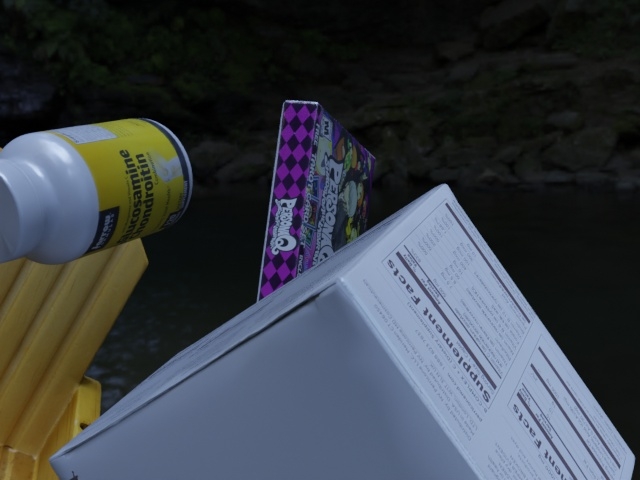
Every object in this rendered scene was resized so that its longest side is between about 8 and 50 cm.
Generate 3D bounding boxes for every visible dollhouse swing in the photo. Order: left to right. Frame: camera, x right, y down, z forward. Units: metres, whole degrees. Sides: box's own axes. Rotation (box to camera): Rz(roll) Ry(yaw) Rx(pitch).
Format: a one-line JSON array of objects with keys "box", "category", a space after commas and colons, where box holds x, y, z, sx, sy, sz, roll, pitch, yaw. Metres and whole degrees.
[{"box": [-0.342, 0.111, 0.746, 0.347, 0.305, 0.315, 29, 19, -25], "category": "dollhouse swing"}]

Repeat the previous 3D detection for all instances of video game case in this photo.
[{"box": [0.000, 0.000, 0.830, 0.042, 0.232, 0.210, 5, -8, 19], "category": "video game case"}]

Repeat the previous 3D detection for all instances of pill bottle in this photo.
[{"box": [-0.194, -0.039, 0.652, 0.103, 0.103, 0.184, 2, 15, 28], "category": "pill bottle"}]

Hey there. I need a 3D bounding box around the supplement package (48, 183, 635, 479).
[{"box": [0.009, 0.132, 0.485, 0.262, 0.204, 0.145, -34, 3, 35], "category": "supplement package"}]
